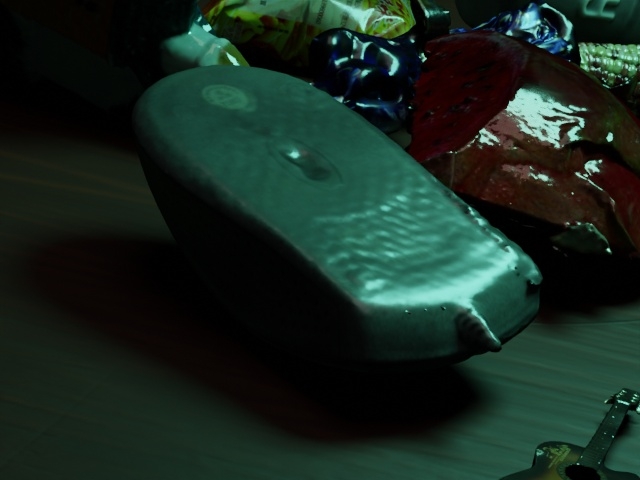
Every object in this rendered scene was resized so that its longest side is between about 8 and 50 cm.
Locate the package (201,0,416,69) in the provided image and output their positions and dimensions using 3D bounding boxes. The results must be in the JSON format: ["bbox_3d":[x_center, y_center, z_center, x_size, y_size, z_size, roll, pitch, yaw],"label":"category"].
[{"bbox_3d":[-0.003,-0.245,1.861,0.288,0.108,0.223,10,24,-5],"label":"package"}]

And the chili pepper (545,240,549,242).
[{"bbox_3d":[0.243,-0.013,1.502,0.118,0.035,0.055,-24,26,-38],"label":"chili pepper"}]

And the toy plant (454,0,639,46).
[{"bbox_3d":[0.354,-0.264,1.954,0.400,0.185,0.279,7,31,-31],"label":"toy plant"}]

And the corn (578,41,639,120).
[{"bbox_3d":[0.334,-0.164,1.825,0.253,0.086,0.086,6,23,-6],"label":"corn"}]

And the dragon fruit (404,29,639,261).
[{"bbox_3d":[0.207,-0.092,1.467,0.282,0.100,0.343,25,25,-7],"label":"dragon fruit"}]

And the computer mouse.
[{"bbox_3d":[0.000,0.000,1.259,0.188,0.122,0.371,-17,41,-35],"label":"computer mouse"}]

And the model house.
[{"bbox_3d":[-0.155,-0.210,1.589,0.291,0.253,0.184,36,44,17],"label":"model house"}]

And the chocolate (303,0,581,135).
[{"bbox_3d":[0.094,-0.163,1.678,0.343,0.148,0.126,-11,3,-37],"label":"chocolate"}]

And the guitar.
[{"bbox_3d":[0.173,0.142,1.110,0.088,0.025,0.233,16,22,17],"label":"guitar"}]
